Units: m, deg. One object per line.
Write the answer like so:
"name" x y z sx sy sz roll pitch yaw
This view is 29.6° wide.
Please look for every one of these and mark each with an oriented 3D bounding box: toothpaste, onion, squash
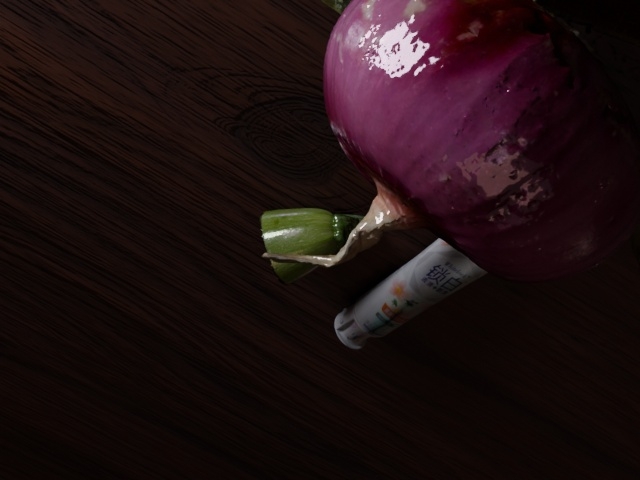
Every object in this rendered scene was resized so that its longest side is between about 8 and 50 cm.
"toothpaste" 0.142 0.054 1.633 0.100 0.066 0.323 34 133 -21
"onion" 0.155 -0.092 1.213 0.358 0.358 0.345 19 104 -3
"squash" 0.000 -0.008 1.595 0.132 0.105 0.105 -17 131 18

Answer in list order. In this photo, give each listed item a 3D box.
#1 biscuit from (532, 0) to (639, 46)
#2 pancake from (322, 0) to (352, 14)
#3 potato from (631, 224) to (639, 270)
"biscuit" 0.329 -0.249 1.199 0.252 0.070 0.106 19 140 -3
"pancake" 0.036 -0.289 1.293 0.116 0.022 0.129 28 140 -9
"potato" 0.426 -0.024 1.364 0.165 0.165 0.262 9 137 10
